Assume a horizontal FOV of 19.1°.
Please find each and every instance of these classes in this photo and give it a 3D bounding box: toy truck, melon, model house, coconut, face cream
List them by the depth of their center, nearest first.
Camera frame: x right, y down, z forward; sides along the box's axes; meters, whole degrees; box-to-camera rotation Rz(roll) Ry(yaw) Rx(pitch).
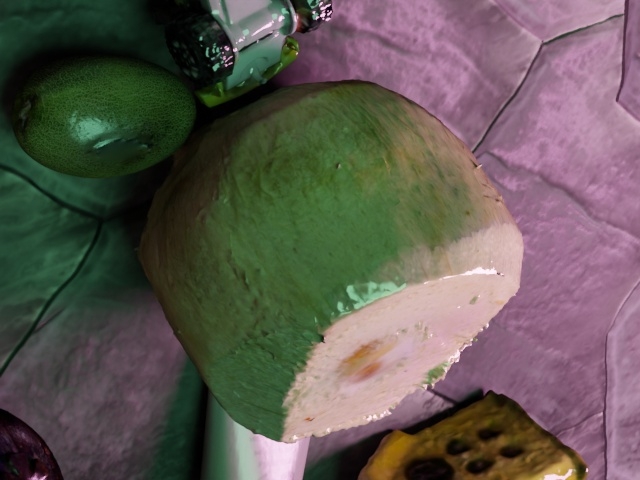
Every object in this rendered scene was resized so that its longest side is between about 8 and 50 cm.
[{"bbox_3d":[-0.086,-0.238,1.475,0.136,0.111,0.286,-32,130,-24],"label":"toy truck"},{"bbox_3d":[-0.168,-0.098,1.502,0.162,0.099,0.099,-3,117,-42],"label":"melon"},{"bbox_3d":[0.000,0.000,1.584,0.297,0.254,0.297,-24,152,-14],"label":"coconut"},{"bbox_3d":[-0.061,0.207,1.790,0.143,0.089,0.314,-1,108,-38],"label":"face cream"},{"bbox_3d":[0.135,0.297,1.935,0.234,0.175,0.193,-20,127,-33],"label":"model house"}]

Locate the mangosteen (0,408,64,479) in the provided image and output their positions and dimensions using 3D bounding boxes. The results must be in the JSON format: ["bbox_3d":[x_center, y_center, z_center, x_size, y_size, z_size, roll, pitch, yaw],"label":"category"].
[{"bbox_3d":[-0.314,0.234,1.541,0.230,0.194,0.194,-32,144,29],"label":"mangosteen"}]
